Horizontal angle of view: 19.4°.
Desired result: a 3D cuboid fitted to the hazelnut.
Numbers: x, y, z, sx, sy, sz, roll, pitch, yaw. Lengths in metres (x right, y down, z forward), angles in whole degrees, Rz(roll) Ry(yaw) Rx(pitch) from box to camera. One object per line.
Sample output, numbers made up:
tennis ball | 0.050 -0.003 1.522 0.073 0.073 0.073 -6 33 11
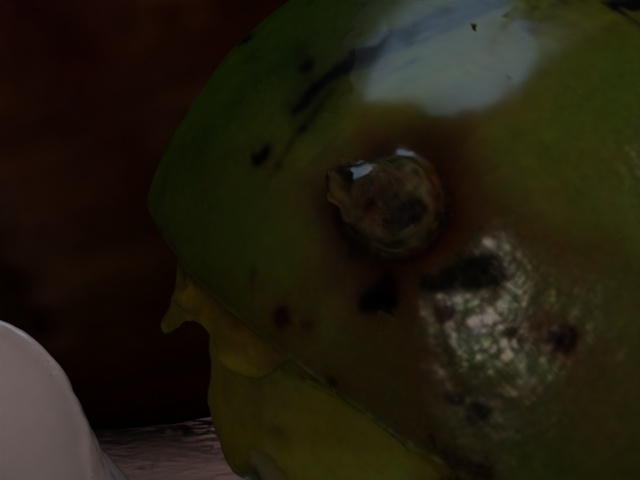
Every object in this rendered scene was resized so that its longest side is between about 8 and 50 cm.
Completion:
hazelnut | -0.090 -0.102 0.951 0.421 0.420 0.353 -7 14 -10

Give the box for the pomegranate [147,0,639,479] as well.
pomegranate | 0.078 0.004 0.755 0.260 0.260 0.341 -2 6 21

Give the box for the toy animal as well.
toy animal | -0.110 0.115 0.659 0.104 0.131 0.221 -35 -16 -11
